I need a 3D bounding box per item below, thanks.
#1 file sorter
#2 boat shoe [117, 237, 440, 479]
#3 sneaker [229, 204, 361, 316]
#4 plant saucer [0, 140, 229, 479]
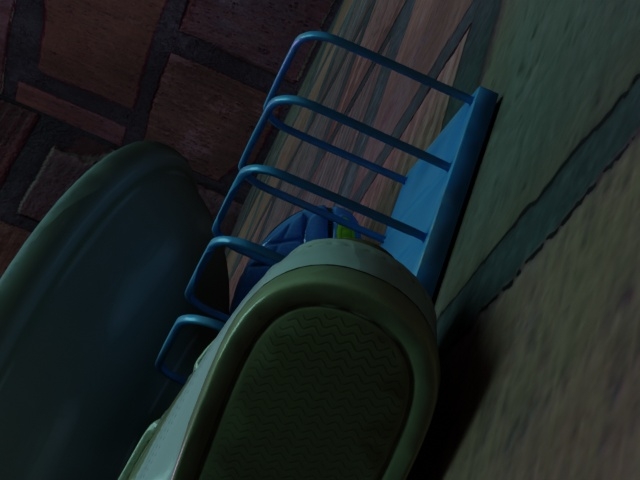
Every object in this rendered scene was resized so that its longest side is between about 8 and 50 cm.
[{"bbox_3d":[0.000,0.000,0.615,0.118,0.104,0.170,128,165,-66],"label":"file sorter"},{"bbox_3d":[-0.041,0.136,0.502,0.302,0.113,0.103,-58,2,16],"label":"boat shoe"},{"bbox_3d":[-0.025,0.063,0.728,0.078,0.067,0.188,-84,9,-71],"label":"sneaker"},{"bbox_3d":[-0.130,0.141,0.763,0.400,0.101,0.400,20,-90,-83],"label":"plant saucer"}]
